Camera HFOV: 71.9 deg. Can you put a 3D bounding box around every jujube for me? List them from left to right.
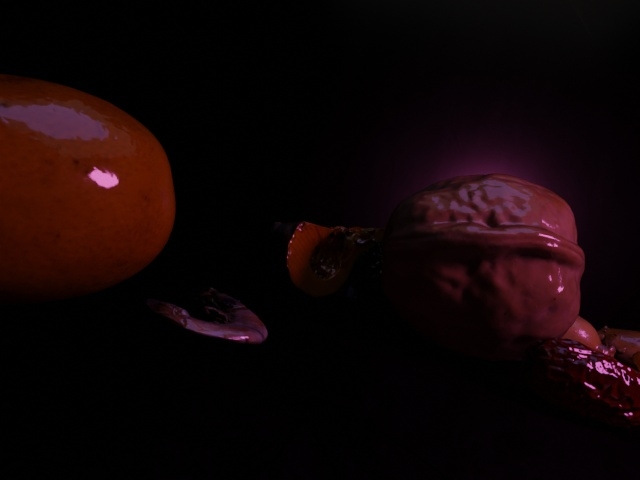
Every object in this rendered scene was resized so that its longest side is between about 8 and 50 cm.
[{"bbox_3d":[0.389,0.205,0.643,0.176,0.109,0.112,19,35,6],"label":"jujube"}]

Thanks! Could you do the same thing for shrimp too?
[{"bbox_3d":[-0.161,0.088,0.569,0.148,0.035,0.195,12,5,-40],"label":"shrimp"}]

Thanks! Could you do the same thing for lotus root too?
[{"bbox_3d":[0.653,0.257,1.234,0.303,0.130,0.146,17,3,44],"label":"lotus root"}]

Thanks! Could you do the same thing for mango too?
[{"bbox_3d":[-0.325,-0.051,0.410,0.264,0.220,0.378,21,12,37],"label":"mango"}]

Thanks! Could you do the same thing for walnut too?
[{"bbox_3d":[0.300,0.046,0.852,0.382,0.380,0.381,16,1,0],"label":"walnut"}]

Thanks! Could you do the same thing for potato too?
[{"bbox_3d":[0.938,0.336,1.299,0.296,0.141,0.192,14,-3,41],"label":"potato"}]

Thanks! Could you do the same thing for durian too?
[{"bbox_3d":[0.196,0.084,1.103,0.237,0.199,0.177,7,-18,-43],"label":"durian"}]

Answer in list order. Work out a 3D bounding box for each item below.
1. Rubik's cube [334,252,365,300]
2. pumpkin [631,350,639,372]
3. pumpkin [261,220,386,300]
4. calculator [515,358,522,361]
[{"bbox_3d":[0.073,0.078,1.238,0.151,0.154,0.154,15,-1,41],"label":"Rubik's cube"},{"bbox_3d":[0.863,0.342,0.958,0.259,0.095,0.290,18,3,18],"label":"pumpkin"},{"bbox_3d":[-0.001,0.000,1.002,0.190,0.280,0.139,54,-24,-21],"label":"pumpkin"},{"bbox_3d":[0.333,0.226,1.039,0.262,0.021,0.161,17,1,7],"label":"calculator"}]
